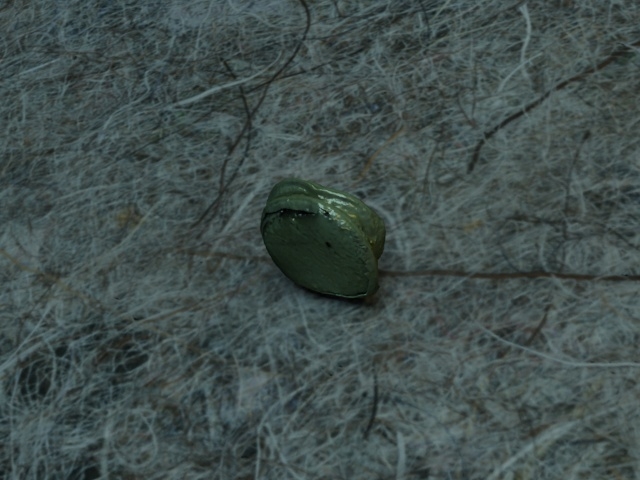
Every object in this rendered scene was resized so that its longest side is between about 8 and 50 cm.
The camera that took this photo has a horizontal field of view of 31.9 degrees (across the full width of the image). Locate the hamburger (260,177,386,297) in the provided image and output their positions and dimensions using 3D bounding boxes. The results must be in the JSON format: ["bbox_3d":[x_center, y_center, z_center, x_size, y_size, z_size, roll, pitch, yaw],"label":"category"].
[{"bbox_3d":[0.000,0.000,1.149,0.140,0.133,0.062,14,47,18],"label":"hamburger"}]
